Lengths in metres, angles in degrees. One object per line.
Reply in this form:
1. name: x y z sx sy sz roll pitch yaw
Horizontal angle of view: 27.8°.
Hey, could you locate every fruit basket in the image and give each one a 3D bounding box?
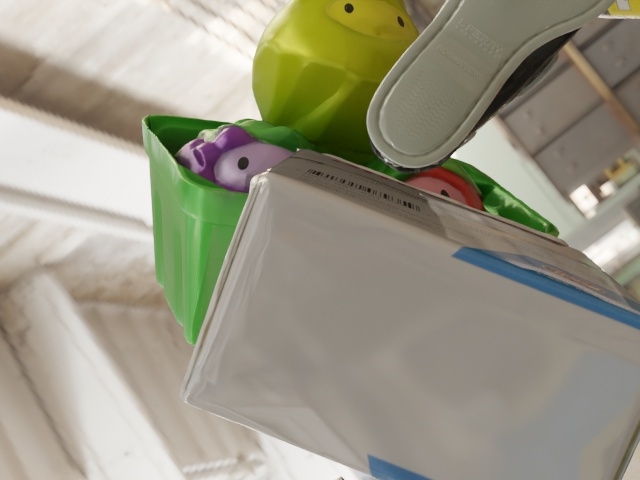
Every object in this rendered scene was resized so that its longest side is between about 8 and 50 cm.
1. fruit basket: 0.024 -0.090 1.237 0.392 0.392 0.283 45 -178 -27

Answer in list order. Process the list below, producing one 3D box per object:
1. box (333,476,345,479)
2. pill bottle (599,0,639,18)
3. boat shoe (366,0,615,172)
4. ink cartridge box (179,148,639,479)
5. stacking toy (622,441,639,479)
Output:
1. box: -0.001 0.449 1.599 0.087 0.169 0.290 54 -168 -31
2. pill bottle: 0.559 -0.419 1.903 0.188 0.334 0.188 -19 -68 -58
3. boat shoe: 0.150 -0.180 1.072 0.114 0.302 0.091 48 -179 2
4. ink cartridge box: 0.059 0.045 0.778 0.223 0.129 0.307 21 -173 1
5. stacking toy: 0.492 0.153 1.243 0.350 0.350 0.480 49 -134 -12
